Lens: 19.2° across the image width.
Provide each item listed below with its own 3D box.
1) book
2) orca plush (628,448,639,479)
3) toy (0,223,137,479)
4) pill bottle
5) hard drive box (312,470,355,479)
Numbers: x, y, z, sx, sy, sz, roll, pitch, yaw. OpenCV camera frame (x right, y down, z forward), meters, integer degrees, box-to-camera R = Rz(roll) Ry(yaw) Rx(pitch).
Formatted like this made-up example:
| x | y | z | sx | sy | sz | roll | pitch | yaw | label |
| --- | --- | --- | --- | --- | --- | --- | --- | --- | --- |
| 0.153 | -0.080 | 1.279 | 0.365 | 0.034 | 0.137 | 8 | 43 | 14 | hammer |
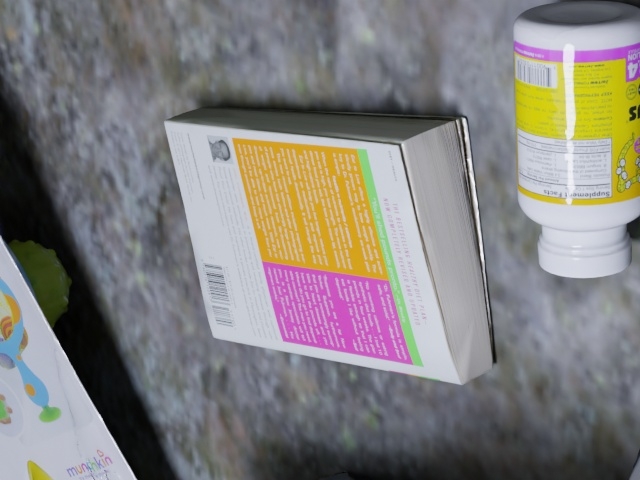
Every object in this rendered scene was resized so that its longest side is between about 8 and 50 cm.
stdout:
| x | y | z | sx | sy | sz | roll | pitch | yaw | label |
| --- | --- | --- | --- | --- | --- | --- | --- | --- | --- |
| 0.000 | 0.000 | 0.727 | 0.144 | 0.035 | 0.096 | 8 | 114 | 48 | book |
| 0.140 | 0.098 | 0.555 | 0.102 | 0.151 | 0.287 | 22 | 124 | 5 | orca plush |
| -0.151 | 0.042 | 0.900 | 0.137 | 0.056 | 0.237 | -24 | 92 | 47 | toy |
| 0.084 | -0.032 | 0.606 | 0.043 | 0.043 | 0.083 | 17 | 118 | 44 | pill bottle |
| 0.019 | 0.195 | 0.666 | 0.232 | 0.089 | 0.181 | -167 | 61 | -76 | hard drive box |
